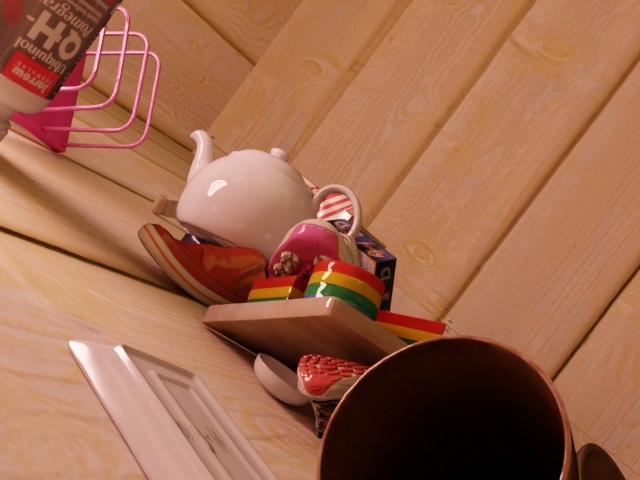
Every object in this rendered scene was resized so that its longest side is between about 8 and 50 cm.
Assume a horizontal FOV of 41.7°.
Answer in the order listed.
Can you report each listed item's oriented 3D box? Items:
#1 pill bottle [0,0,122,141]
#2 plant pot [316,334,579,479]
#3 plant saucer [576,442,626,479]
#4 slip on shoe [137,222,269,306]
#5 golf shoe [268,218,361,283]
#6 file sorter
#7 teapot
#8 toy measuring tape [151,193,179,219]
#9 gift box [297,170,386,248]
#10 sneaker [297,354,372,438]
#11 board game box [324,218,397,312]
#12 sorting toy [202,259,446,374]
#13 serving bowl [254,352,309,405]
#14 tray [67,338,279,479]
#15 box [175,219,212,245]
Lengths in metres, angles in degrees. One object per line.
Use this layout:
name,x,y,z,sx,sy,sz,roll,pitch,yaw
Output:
pill bottle,-0.395,-0.278,1.092,0.176,0.318,0.176,36,3,-2
plant pot,0.141,0.237,0.750,0.215,0.215,0.230,40,-11,47
plant saucer,0.353,0.383,1.000,0.278,0.041,0.278,43,33,-39
slip on shoe,-0.133,0.047,1.234,0.331,0.101,0.123,33,6,-42
golf shoe,0.001,0.031,1.175,0.115,0.140,0.306,14,-26,8
file sorter,-0.396,-0.289,1.345,0.182,0.202,0.291,2,-17,14
teapot,-0.098,-0.064,1.391,0.256,0.187,0.252,32,-9,-27
toy measuring tape,-0.264,-0.078,1.760,0.121,0.121,0.330,38,14,26
gift box,0.000,0.000,2.127,0.276,0.255,0.258,34,-1,35
sneaker,0.032,0.184,0.926,0.088,0.093,0.225,8,-16,23
board game box,0.055,0.105,1.432,0.042,0.243,0.165,-11,31,-29
sorting toy,0.032,0.116,1.048,0.257,0.089,0.255,36,-27,-31
serving bowl,-0.048,0.169,0.995,0.083,0.027,0.083,37,3,-3
tray,-0.088,0.160,0.640,0.145,0.030,0.270,33,5,-45
box,-0.161,0.049,1.486,0.225,0.036,0.136,38,3,25
